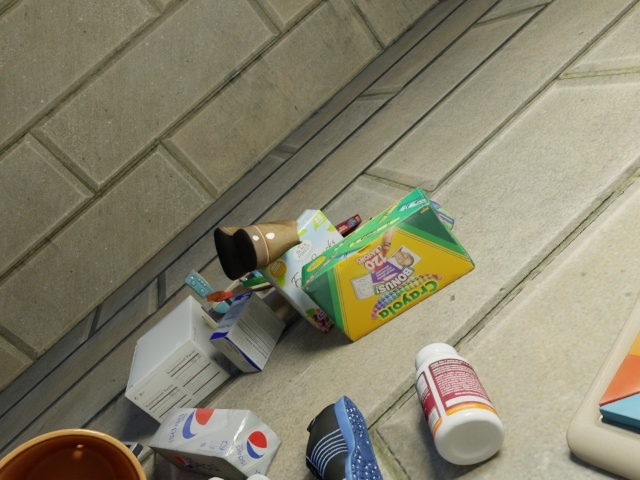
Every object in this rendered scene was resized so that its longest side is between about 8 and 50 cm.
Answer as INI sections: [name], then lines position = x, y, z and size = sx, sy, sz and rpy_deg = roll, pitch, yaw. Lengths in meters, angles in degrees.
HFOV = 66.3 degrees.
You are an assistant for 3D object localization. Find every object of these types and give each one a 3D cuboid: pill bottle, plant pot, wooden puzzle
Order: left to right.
[plant pot]
position = -0.492, 0.510, 0.945
size = 0.291, 0.291, 0.203
rpy_deg = -53, 9, -27
[pill bottle]
position = 0.175, 0.208, 0.649
size = 0.086, 0.086, 0.152
rpy_deg = -36, 23, 13
[wooden puzzle]
position = 0.390, 0.140, 0.484
size = 0.238, 0.044, 0.221
rpy_deg = -50, 24, -22

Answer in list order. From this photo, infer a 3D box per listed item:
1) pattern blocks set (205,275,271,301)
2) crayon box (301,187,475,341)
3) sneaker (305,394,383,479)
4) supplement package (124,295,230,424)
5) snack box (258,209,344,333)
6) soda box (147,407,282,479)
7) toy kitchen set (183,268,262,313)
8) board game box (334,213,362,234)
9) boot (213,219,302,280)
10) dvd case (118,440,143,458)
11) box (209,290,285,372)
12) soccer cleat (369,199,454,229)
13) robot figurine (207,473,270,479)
[pattern blocks set]
position = -0.146, 0.110, 1.242
size = 0.285, 0.026, 0.325
rpy_deg = -16, -6, -13
[crayon box]
position = 0.121, 0.051, 0.921
size = 0.278, 0.165, 0.081
rpy_deg = -35, 24, 15
[sneaker]
position = 0.027, 0.323, 0.693
size = 0.090, 0.081, 0.232
rpy_deg = -40, 15, 10
[supplement package]
position = -0.361, 0.300, 1.262
size = 0.204, 0.145, 0.262
rpy_deg = -41, 23, 1
[snack box]
position = -0.009, 0.066, 1.047
size = 0.174, 0.207, 0.070
rpy_deg = -49, 23, -16
[soda box]
position = -0.207, 0.382, 0.926
size = 0.286, 0.098, 0.091
rpy_deg = -18, 31, 44
[toy kitchen set]
position = -0.269, 0.103, 1.448
size = 0.207, 0.166, 0.122
rpy_deg = -45, 22, -10
[board game box]
position = 0.000, 0.000, 1.249
size = 0.145, 0.027, 0.281
rpy_deg = -30, 1, 26
[boot]
position = -0.135, 0.012, 0.990
size = 0.115, 0.112, 0.305
rpy_deg = -20, 7, -28
[dvd case]
position = -0.546, 0.578, 1.196
size = 0.239, 0.029, 0.179
rpy_deg = -20, 30, 42
[box]
position = -0.166, 0.212, 1.135
size = 0.072, 0.126, 0.137
rpy_deg = -19, 30, 40
[soccer cleat]
position = 0.178, -0.014, 1.063
size = 0.289, 0.121, 0.093
rpy_deg = 146, 140, -67
[robot figurine]
position = -0.124, 0.449, 0.531
size = 0.300, 0.199, 0.353
rpy_deg = -21, 29, 26
